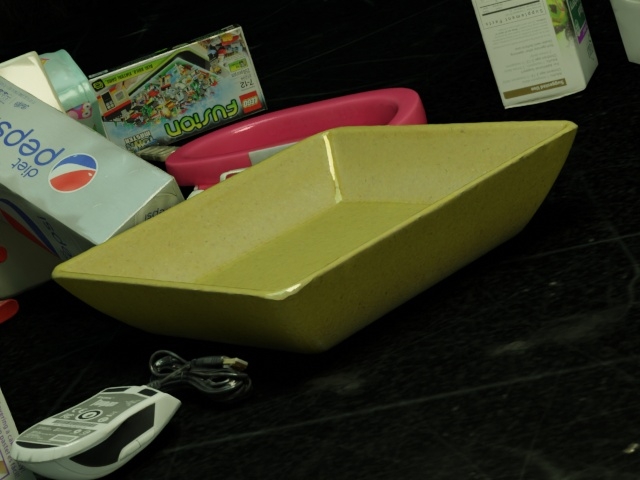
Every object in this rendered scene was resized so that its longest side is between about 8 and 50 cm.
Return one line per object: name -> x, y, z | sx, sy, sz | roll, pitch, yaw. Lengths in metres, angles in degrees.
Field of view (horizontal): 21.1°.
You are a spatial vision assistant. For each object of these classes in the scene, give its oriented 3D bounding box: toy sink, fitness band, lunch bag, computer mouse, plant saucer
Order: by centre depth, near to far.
computer mouse -> -0.137, 0.128, 1.204 | 0.106, 0.042, 0.193 | 2, 20, 40
plant saucer -> 0.000, 0.000, 1.407 | 0.332, 0.081, 0.333 | -30, 20, -33
toy sink -> -0.317, -0.049, 1.781 | 0.152, 0.234, 0.131 | -24, -13, -16
fitness band -> -0.026, -0.100, 1.834 | 0.290, 0.054, 0.209 | -8, 16, 28
lunch bag -> -0.390, -0.133, 2.136 | 0.223, 0.160, 0.262 | -25, 10, -13

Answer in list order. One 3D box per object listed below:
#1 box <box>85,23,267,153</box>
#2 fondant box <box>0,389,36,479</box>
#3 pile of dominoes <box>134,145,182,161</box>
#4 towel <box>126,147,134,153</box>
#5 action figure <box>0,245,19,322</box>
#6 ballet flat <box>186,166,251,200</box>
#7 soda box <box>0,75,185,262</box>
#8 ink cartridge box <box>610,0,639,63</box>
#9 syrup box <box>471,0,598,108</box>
box -> -0.182, -0.186, 2.172 | 0.207, 0.114, 0.036 | -21, 16, -7
fondant box -> -0.389, 0.200, 1.141 | 0.238, 0.096, 0.330 | -3, 23, 43
pile of dominoes -> -0.260, -0.059, 2.014 | 0.196, 0.040, 0.251 | -22, 8, -11
towel -> -0.268, -0.090, 2.063 | 0.060, 0.009, 0.083 | -15, 9, 37
action figure -> -0.438, 0.053, 1.681 | 0.280, 0.091, 0.139 | -2, 10, 44
ballet flat -> -0.101, -0.036, 1.686 | 0.168, 0.052, 0.057 | -28, 19, -30
soda box -> -0.247, -0.053, 1.605 | 0.286, 0.091, 0.098 | 29, 64, 36
ink cartridge box -> 0.397, -0.261, 1.749 | 0.176, 0.127, 0.128 | -21, 17, -10
syrup box -> 0.209, -0.267, 1.778 | 0.096, 0.237, 0.093 | -13, 17, 23
